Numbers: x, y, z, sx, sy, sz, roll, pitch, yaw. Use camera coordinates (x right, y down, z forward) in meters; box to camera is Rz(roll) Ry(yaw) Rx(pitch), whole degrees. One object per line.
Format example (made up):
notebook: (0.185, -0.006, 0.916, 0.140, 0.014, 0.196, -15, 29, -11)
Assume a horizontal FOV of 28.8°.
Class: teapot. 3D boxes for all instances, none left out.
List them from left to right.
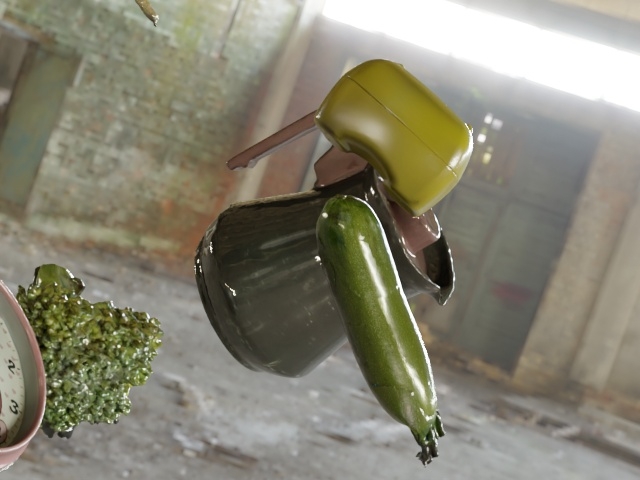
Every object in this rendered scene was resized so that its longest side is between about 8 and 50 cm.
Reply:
teapot: (0.000, 0.000, 1.980, 0.362, 0.376, 0.305, -25, -6, 17)

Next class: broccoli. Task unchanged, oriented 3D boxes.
broccoli: (-0.321, 0.121, 1.713, 0.180, 0.273, 0.242, -28, -44, 29)

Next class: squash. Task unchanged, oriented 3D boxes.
squash: (0.071, 0.101, 1.428, 0.087, 0.331, 0.087, -21, 9, 4)

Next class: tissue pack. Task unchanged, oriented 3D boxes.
tissue pack: (0.091, -0.126, 1.437, 0.178, 0.127, 0.123, 42, 2, 6)

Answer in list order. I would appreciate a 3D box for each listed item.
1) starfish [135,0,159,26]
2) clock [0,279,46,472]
starfish: (-0.447, -0.491, 2.195, 0.324, 0.082, 0.432, 27, 5, 35)
clock: (-0.355, 0.111, 1.198, 0.056, 0.244, 0.244, -26, -16, 19)
